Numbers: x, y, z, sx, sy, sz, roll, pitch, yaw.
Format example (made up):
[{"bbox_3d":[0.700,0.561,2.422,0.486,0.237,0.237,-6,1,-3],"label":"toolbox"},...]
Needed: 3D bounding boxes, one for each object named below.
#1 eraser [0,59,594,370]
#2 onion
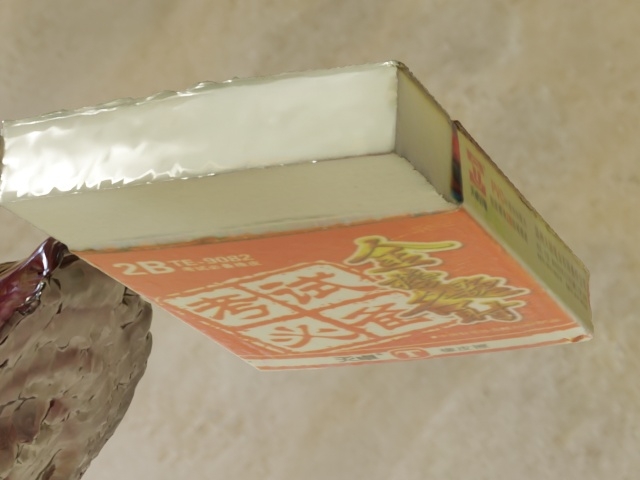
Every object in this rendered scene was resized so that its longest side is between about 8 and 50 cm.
[{"bbox_3d":[0.000,0.000,0.762,0.157,0.230,0.038,-6,69,22],"label":"eraser"},{"bbox_3d":[-0.209,0.098,1.019,0.146,0.314,0.280,32,90,15],"label":"onion"}]
